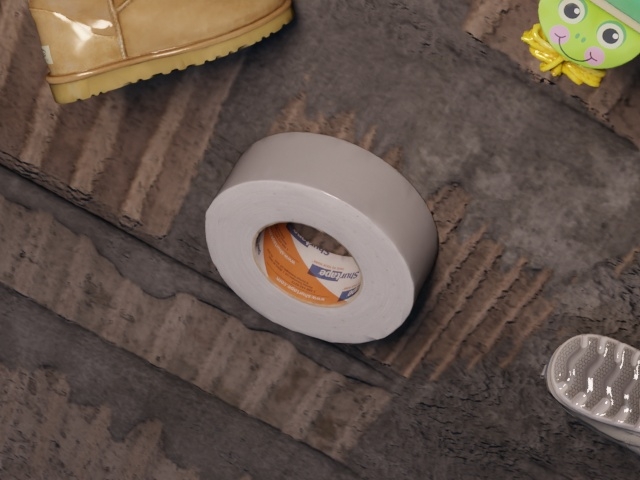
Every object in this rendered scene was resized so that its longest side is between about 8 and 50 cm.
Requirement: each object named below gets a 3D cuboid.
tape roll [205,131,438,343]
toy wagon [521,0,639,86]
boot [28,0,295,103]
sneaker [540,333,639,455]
[{"bbox_3d":[0.000,0.000,1.691,0.219,0.072,0.219,17,139,15],"label":"tape roll"},{"bbox_3d":[0.246,-0.230,1.169,0.267,0.068,0.344,34,123,0],"label":"toy wagon"},{"bbox_3d":[-0.159,-0.271,1.450,0.089,0.236,0.270,28,137,64],"label":"boot"},{"bbox_3d":[0.339,0.167,1.677,0.281,0.105,0.115,30,171,-5],"label":"sneaker"}]
